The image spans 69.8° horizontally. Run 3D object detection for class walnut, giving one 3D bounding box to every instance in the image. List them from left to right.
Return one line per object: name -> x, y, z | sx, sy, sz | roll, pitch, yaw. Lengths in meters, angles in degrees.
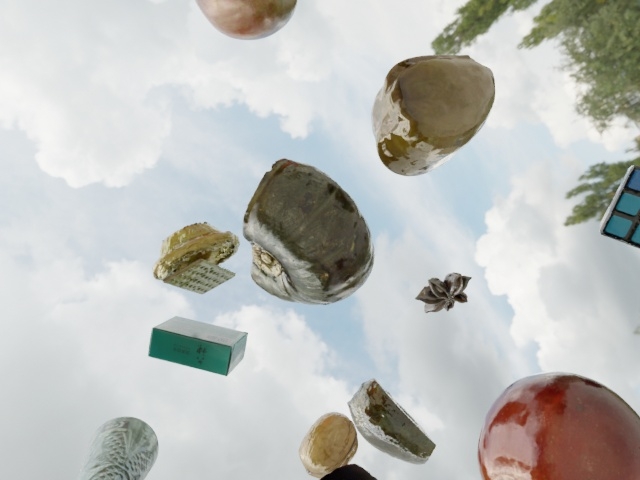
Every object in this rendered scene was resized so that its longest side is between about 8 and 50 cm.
walnut -> 0.025, 0.550, 1.239 | 0.180, 0.144, 0.144 | -36, -89, -27

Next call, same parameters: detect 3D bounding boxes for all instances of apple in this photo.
apple -> -0.141, -0.472, 0.852 | 0.188, 0.174, 0.188 | 7, -99, -59
apple -> 0.330, 0.296, 0.622 | 0.201, 0.218, 0.218 | -32, -93, -31

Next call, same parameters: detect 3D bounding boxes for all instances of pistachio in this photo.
pistachio -> 0.216, -0.229, 0.844 | 0.261, 0.212, 0.163 | -14, -141, -21

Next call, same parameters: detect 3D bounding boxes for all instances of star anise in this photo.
star anise -> 0.420, 0.182, 1.582 | 0.197, 0.212, 0.073 | -13, -132, -2

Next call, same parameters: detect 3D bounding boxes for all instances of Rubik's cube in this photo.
Rubik's cube -> 0.727, -0.065, 1.000 | 0.162, 0.160, 0.163 | 26, -160, 28

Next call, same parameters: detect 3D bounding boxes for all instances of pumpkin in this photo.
pumpkin -> 0.000, 0.000, 0.902 | 0.232, 0.325, 0.242 | 23, -118, 12

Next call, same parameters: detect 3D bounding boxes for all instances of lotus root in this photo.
lotus root -> 0.237, 0.636, 1.549 | 0.314, 0.210, 0.142 | 34, -172, -1

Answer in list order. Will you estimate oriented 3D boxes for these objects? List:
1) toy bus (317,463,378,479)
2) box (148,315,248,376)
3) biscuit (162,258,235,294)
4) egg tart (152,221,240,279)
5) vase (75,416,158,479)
toy bus -> 0.115, 0.572, 0.748 | 0.171, 0.386, 0.162 | -18, -64, -29
box -> -0.354, 0.305, 1.346 | 0.153, 0.245, 0.092 | -26, -54, -79
biscuit -> -0.351, 0.110, 1.362 | 0.016, 0.139, 0.231 | 63, -175, 20
egg tart -> -0.383, 0.031, 1.407 | 0.288, 0.288, 0.118 | -14, -111, -46
vase -> -0.256, 0.297, 0.543 | 0.096, 0.219, 0.096 | 0, -90, -12
